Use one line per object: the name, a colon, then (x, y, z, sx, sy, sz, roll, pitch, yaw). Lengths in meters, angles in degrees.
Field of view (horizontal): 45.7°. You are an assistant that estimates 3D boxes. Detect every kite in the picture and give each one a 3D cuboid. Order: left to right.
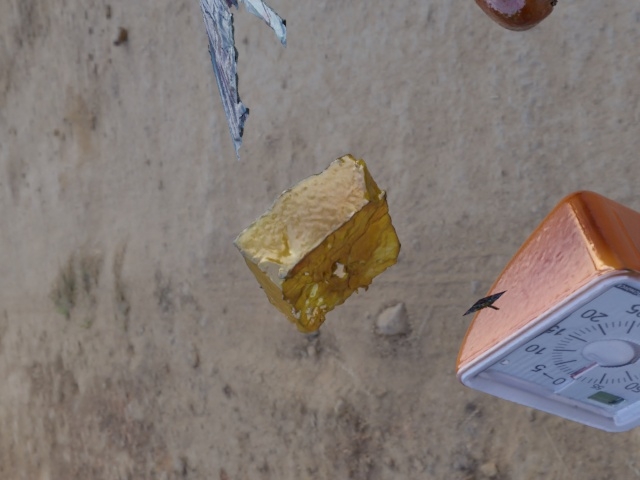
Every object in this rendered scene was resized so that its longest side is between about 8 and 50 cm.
kite: (-0.100, -0.272, 0.771, 0.368, 0.014, 0.405, -126, 28, -47)
kite: (0.160, 0.057, 0.702, 0.044, 0.078, 0.002, -43, 63, 35)

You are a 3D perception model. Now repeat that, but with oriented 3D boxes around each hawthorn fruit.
hawthorn fruit: (0.256, -0.349, 0.990, 0.138, 0.132, 0.133, 37, 140, -1)

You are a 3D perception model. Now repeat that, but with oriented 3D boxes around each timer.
timer: (0.310, 0.102, 0.833, 0.250, 0.258, 0.161, -57, 24, 31)

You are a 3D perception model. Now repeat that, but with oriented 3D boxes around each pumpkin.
pumpkin: (0.000, 0.000, 0.407, 0.054, 0.083, 0.074, 44, 165, 33)
